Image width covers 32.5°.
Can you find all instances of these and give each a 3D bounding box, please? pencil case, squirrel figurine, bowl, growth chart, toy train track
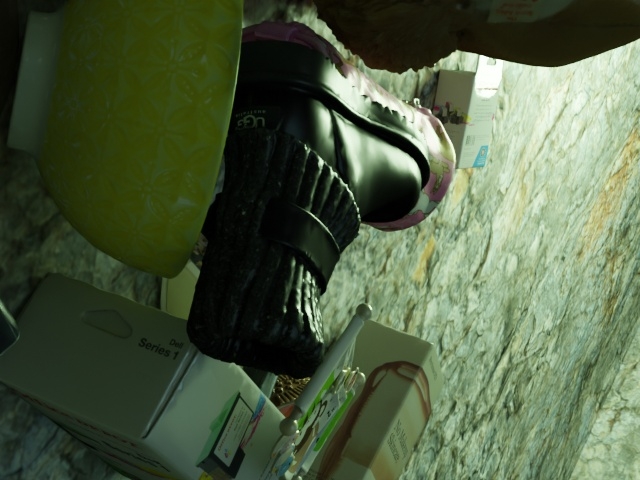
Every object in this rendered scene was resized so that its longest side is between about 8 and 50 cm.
[{"bbox_3d":[0.022,-0.125,1.293,0.386,0.160,0.167,20,50,-60],"label":"pencil case"},{"bbox_3d":[0.151,-0.372,1.221,0.281,0.397,0.370,46,26,-43],"label":"squirrel figurine"},{"bbox_3d":[-0.177,-0.121,0.925,0.156,0.289,0.289,10,97,-18],"label":"bowl"},{"bbox_3d":[0.001,0.159,1.054,0.172,0.021,0.237,-57,167,-23],"label":"growth chart"},{"bbox_3d":[-0.139,-0.008,1.218,0.048,0.014,0.083,-60,147,-24],"label":"toy train track"}]

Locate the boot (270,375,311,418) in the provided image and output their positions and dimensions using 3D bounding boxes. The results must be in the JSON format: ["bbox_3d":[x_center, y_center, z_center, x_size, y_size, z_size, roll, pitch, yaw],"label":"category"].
[{"bbox_3d":[-0.069,0.231,1.415,0.158,0.059,0.084,-29,131,-40],"label":"boot"}]

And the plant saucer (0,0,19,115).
[{"bbox_3d":[-0.336,-0.148,0.796,0.278,0.041,0.278,-32,129,-49],"label":"plant saucer"}]

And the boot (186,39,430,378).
[{"bbox_3d":[-0.004,0.000,0.996,0.348,0.131,0.260,26,63,-59],"label":"boot"}]

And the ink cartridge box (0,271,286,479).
[{"bbox_3d":[-0.159,0.167,1.079,0.117,0.201,0.278,-61,148,-21],"label":"ink cartridge box"}]

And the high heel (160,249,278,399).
[{"bbox_3d":[-0.106,0.068,1.277,0.186,0.093,0.261,-72,146,-53],"label":"high heel"}]

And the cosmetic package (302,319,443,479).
[{"bbox_3d":[0.051,0.277,1.548,0.296,0.129,0.153,-61,154,-23],"label":"cosmetic package"}]

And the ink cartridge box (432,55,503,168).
[{"bbox_3d":[0.222,-0.205,1.680,0.104,0.062,0.181,-10,113,-58],"label":"ink cartridge box"}]

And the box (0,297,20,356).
[{"bbox_3d":[-0.363,-0.079,0.489,0.212,0.293,0.395,-40,138,-22],"label":"box"}]
